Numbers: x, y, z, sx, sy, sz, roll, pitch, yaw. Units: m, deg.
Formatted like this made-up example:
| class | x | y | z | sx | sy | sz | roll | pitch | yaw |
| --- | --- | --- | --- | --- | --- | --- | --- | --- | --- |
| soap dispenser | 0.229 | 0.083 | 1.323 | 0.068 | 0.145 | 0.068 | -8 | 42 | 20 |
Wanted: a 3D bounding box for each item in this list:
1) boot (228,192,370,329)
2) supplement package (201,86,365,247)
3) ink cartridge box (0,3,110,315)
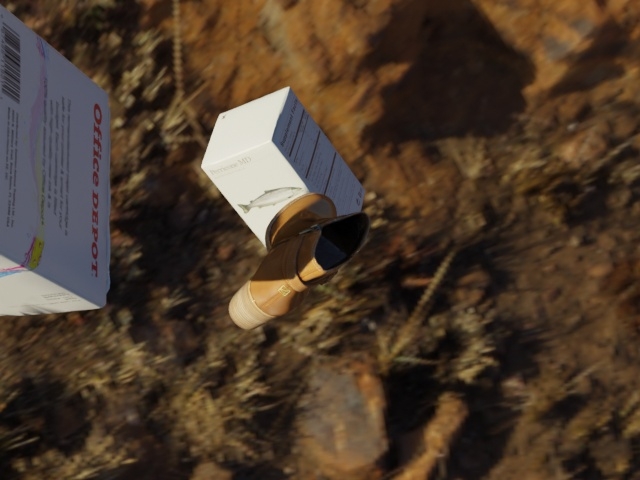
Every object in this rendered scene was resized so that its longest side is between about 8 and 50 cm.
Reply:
| class | x | y | z | sx | sy | sz | roll | pitch | yaw |
| --- | --- | --- | --- | --- | --- | --- | --- | --- | --- |
| boot | 0.000 | 0.000 | 1.589 | 0.073 | 0.152 | 0.197 | 40 | 49 | -12 |
| supplement package | -0.041 | -0.073 | 1.899 | 0.179 | 0.105 | 0.105 | 52 | 35 | -31 |
| ink cartridge box | -0.276 | -0.067 | 1.284 | 0.117 | 0.278 | 0.201 | -6 | 73 | 16 |
